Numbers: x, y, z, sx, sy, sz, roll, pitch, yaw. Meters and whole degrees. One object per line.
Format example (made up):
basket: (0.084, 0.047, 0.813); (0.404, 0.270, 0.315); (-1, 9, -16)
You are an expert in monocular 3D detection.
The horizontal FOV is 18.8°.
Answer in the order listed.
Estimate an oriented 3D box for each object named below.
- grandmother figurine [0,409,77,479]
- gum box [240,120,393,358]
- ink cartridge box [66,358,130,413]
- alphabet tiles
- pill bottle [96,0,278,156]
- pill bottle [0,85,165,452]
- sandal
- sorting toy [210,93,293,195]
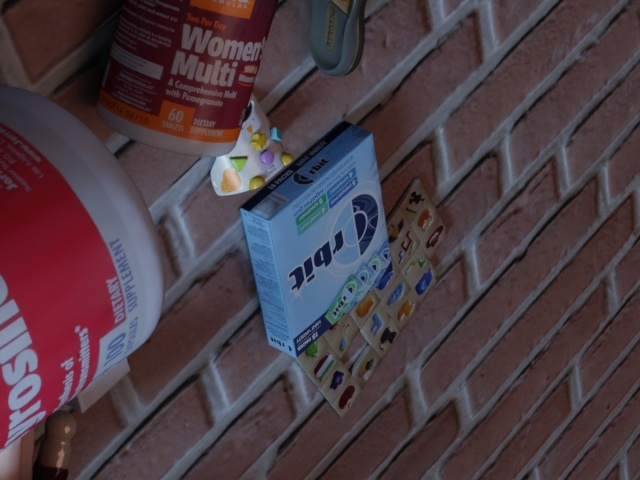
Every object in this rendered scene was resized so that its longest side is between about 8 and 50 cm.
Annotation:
grandmother figurine: (-0.280, 0.214, 1.604); (0.208, 0.104, 0.342); (-19, 126, -32)
gum box: (0.000, 0.000, 1.907); (0.157, 0.041, 0.184); (-41, 140, -31)
ink cartridge box: (-0.207, 0.090, 1.686); (0.063, 0.029, 0.115); (-43, 142, -30)
alphabet tiles: (0.057, 0.054, 2.070); (0.237, 0.009, 0.198); (-55, 147, -14)
pill bottle: (-0.098, -0.188, 1.557); (0.121, 0.121, 0.221); (-5, 117, -55)
pill bottle: (-0.319, 0.079, 1.321); (0.407, 0.229, 0.229); (-38, 140, -36)
sandal: (0.003, -0.241, 1.726); (0.060, 0.090, 0.219); (-15, 135, -24)
sorting toy: (-0.067, -0.092, 1.760); (0.083, 0.045, 0.075); (-42, 123, -32)
